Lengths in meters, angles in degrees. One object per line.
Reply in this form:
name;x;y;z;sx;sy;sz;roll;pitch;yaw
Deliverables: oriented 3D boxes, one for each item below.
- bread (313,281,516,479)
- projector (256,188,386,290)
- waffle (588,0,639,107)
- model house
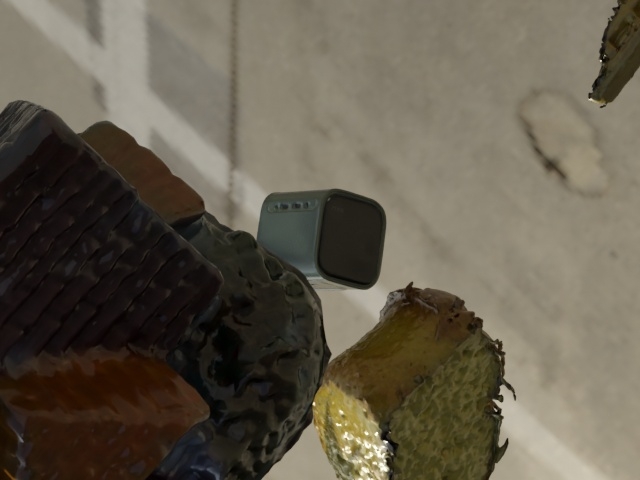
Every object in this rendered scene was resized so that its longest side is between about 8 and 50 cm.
bread;0.073;0.149;1.585;0.147;0.160;0.260;38;157;30
projector;0.000;0.000;1.590;0.083;0.083;0.082;17;168;-42
waffle;0.219;-0.175;1.248;0.023;0.152;0.097;23;-160;-36
model house;-0.202;0.076;1.154;0.297;0.360;0.339;43;175;18
